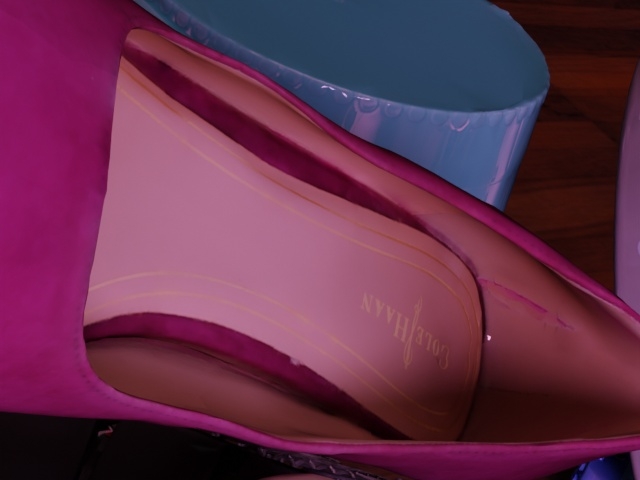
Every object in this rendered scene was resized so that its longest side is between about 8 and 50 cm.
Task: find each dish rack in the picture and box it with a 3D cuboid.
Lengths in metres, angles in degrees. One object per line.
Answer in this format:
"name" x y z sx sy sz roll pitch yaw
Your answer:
"dish rack" -0.033 0.108 0.703 0.208 0.074 0.271 19 -4 26

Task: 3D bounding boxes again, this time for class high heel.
"high heel" 0.000 0.000 0.467 0.181 0.127 0.377 5 -7 19

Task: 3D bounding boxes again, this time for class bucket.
"bucket" -0.022 -0.054 0.915 0.281 0.183 0.281 17 27 -9

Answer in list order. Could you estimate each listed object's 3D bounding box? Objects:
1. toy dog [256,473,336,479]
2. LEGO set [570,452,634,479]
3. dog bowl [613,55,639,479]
"toy dog" -0.119 0.210 0.415 0.395 0.285 0.408 -26 53 -29
"LEGO set" 0.134 0.108 0.885 0.093 0.087 0.227 30 30 9
"dog bowl" 0.234 0.037 0.852 0.102 0.349 0.349 -4 21 24
